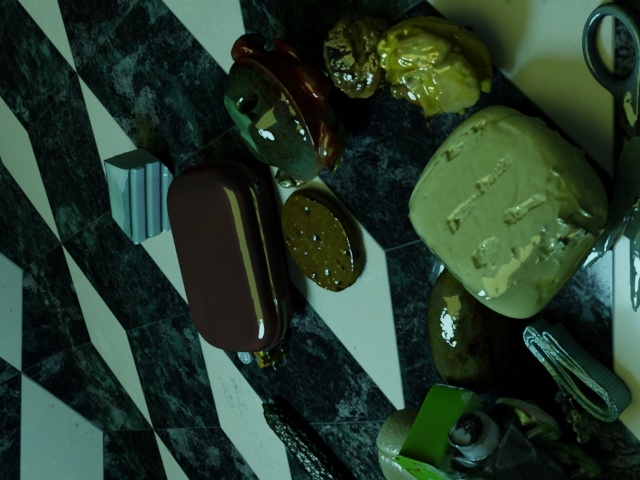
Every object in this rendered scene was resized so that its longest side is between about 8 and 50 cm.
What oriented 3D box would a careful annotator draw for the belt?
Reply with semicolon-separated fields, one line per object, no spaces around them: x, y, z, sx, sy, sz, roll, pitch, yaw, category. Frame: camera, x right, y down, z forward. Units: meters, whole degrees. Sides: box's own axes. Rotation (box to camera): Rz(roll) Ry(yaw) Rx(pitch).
0.366;0.198;1.272;0.179;0.065;0.100;51;136;19;belt

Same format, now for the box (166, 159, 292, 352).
-0.187;0.035;1.773;0.263;0.108;0.404;-2;102;40;box

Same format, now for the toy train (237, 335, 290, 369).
-0.144;0.186;1.903;0.219;0.089;0.127;53;134;15;toy train

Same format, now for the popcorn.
0.157;-0.237;1.169;0.167;0.148;0.152;34;92;39;popcorn

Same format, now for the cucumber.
-0.039;0.476;1.976;0.300;0.072;0.072;46;142;23;cucumber

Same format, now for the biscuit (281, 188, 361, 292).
0.000;0.000;1.629;0.212;0.036;0.212;32;135;39;biscuit

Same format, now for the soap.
-0.421;-0.110;2.005;0.091;0.145;0.231;38;139;31;soap

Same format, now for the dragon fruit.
-0.064;-0.211;1.432;0.295;0.130;0.268;40;162;56;dragon fruit

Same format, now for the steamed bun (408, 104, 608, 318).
0.260;-0.037;1.131;0.232;0.166;0.273;-56;44;18;steamed bun

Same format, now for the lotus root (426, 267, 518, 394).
0.231;0.135;1.343;0.123;0.124;0.241;8;122;36;lotus root

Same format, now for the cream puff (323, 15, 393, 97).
0.056;-0.281;1.311;0.133;0.104;0.119;36;145;34;cream puff

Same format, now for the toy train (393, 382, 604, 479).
0.270;0.347;1.331;0.307;0.173;0.249;43;156;-31;toy train

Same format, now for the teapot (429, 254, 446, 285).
0.206;0.034;1.385;0.049;0.063;0.083;16;129;7;teapot

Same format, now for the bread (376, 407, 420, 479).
0.194;0.389;1.560;0.141;0.134;0.148;15;136;42;bread

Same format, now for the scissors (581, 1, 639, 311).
0.400;-0.078;1.059;0.256;0.029;0.383;36;138;38;scissors
